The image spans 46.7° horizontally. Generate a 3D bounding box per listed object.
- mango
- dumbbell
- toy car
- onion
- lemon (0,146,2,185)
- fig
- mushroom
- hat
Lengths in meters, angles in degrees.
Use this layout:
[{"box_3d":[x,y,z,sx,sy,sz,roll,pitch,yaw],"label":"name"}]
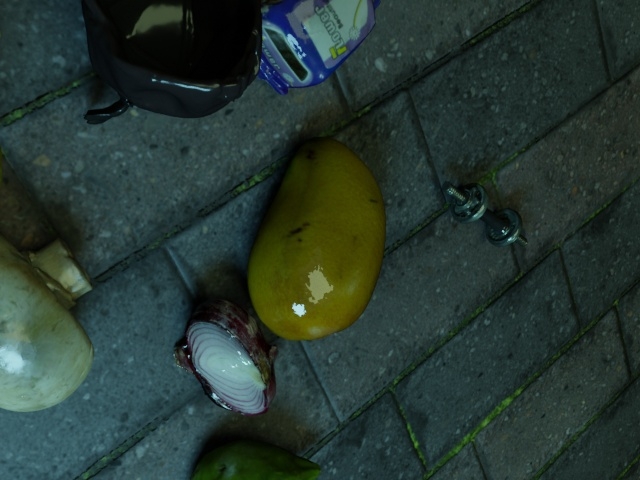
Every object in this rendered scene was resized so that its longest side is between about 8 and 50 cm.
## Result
[{"box_3d":[0.000,0.000,1.139,0.211,0.173,0.317,18,80,-30],"label":"mango"},{"box_3d":[0.311,-0.046,1.387,0.254,0.081,0.082,29,85,-35],"label":"dumbbell"},{"box_3d":[-0.003,-0.328,1.050,0.235,0.158,0.172,-48,124,-14],"label":"toy car"},{"box_3d":[-0.138,0.166,1.132,0.098,0.151,0.206,-61,147,-48],"label":"onion"},{"box_3d":[-0.469,-0.097,0.744,0.245,0.245,0.320,-47,109,-15],"label":"lemon"},{"box_3d":[-0.111,0.382,1.174,0.233,0.167,0.167,-42,125,-45],"label":"fig"},{"box_3d":[-0.364,0.095,0.901,0.195,0.189,0.254,-37,124,-18],"label":"mushroom"},{"box_3d":[-0.223,-0.271,0.937,0.336,0.209,0.238,47,55,1],"label":"hat"}]
